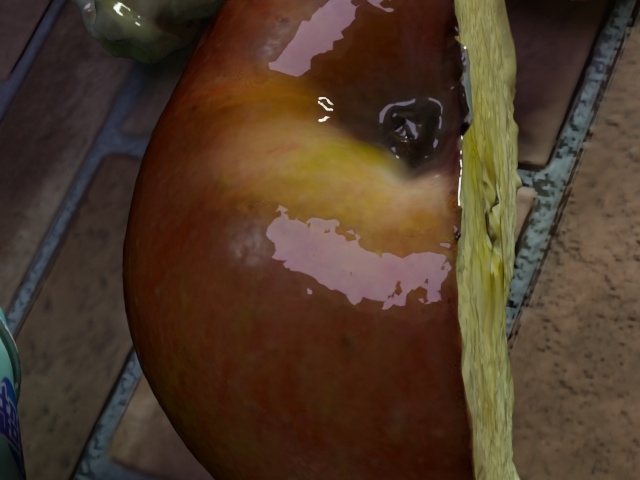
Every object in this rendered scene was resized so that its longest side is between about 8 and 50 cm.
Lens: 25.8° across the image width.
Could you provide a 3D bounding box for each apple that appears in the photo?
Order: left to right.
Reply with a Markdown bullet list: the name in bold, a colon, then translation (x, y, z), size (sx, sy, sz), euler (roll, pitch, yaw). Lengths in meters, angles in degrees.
- **apple**: translation (0.000, 0.000, 0.604), size (0.163, 0.251, 0.293), euler (-5, 58, 13)

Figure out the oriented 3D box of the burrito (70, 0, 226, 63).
- **burrito**: translation (-0.148, -0.270, 0.869), size (0.175, 0.107, 0.348), euler (-40, 82, 2)

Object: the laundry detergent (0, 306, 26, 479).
- **laundry detergent**: translation (-0.272, 0.142, 0.633), size (0.287, 0.287, 0.305), euler (-25, 53, 11)
